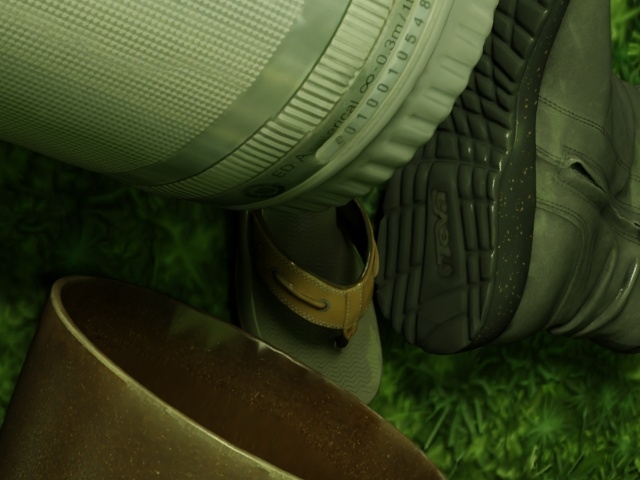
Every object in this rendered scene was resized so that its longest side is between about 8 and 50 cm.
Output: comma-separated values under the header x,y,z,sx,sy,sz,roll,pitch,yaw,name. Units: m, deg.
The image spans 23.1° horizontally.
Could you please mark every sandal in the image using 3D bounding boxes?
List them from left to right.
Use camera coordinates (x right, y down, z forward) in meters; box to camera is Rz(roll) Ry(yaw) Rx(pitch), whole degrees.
x,y,z,sx,sy,sz,roll,pitch,yaw,name
0.000,0.000,0.847,0.090,0.060,0.219,-17,111,-35,sandal

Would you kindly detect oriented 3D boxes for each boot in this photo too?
x,y,z,sx,sy,sz,roll,pitch,yaw,name
0.150,-0.096,0.930,0.223,0.118,0.338,-1,109,-45,boot

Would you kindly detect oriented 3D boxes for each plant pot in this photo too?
x,y,z,sx,sy,sz,roll,pitch,yaw,name
-0.085,0.168,0.746,0.215,0.215,0.230,24,99,-40,plant pot

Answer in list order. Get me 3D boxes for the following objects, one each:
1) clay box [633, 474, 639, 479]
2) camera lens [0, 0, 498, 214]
x,y,z,sx,sy,sz,roll,pitch,yaw,name
0.266,0.265,1.054,0.127,0.053,0.222,-33,82,-28,clay box
-0.086,-0.141,0.639,0.274,0.219,0.219,20,88,-40,camera lens
